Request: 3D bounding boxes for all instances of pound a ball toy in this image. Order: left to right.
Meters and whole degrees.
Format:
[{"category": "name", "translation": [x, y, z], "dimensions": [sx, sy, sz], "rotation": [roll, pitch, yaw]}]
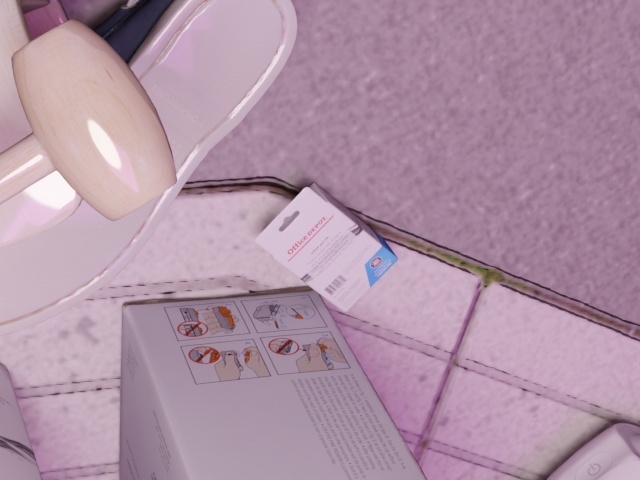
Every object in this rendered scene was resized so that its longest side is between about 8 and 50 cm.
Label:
[{"category": "pound a ball toy", "translation": [-0.222, -0.039, 0.673], "dimensions": [0.319, 0.208, 0.136], "rotation": [-20, 98, 4]}]

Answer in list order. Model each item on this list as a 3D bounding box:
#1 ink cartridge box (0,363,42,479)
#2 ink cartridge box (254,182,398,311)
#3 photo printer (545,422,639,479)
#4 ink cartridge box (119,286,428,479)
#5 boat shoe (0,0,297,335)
[{"category": "ink cartridge box", "translation": [-0.229, 0.161, 0.824], "dimensions": [0.158, 0.218, 0.092], "rotation": [-44, 129, 8]}, {"category": "ink cartridge box", "translation": [0.000, 0.000, 0.927], "dimensions": [0.048, 0.028, 0.083], "rotation": [-46, 123, 9]}, {"category": "photo printer", "translation": [0.246, 0.276, 1.128], "dimensions": [0.307, 0.107, 0.256], "rotation": [24, 108, -29]}, {"category": "ink cartridge box", "translation": [-0.025, 0.221, 0.877], "dimensions": [0.130, 0.309, 0.272], "rotation": [-5, 121, -17]}, {"category": "boat shoe", "translation": [-0.120, -0.056, 0.822], "dimensions": [0.095, 0.079, 0.254], "rotation": [36, 100, -30]}]
